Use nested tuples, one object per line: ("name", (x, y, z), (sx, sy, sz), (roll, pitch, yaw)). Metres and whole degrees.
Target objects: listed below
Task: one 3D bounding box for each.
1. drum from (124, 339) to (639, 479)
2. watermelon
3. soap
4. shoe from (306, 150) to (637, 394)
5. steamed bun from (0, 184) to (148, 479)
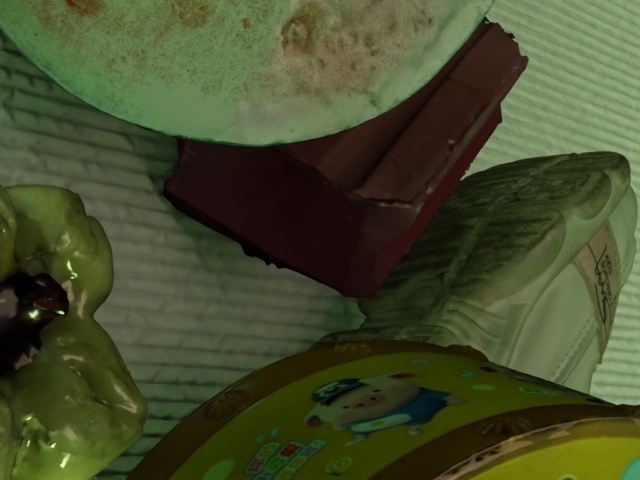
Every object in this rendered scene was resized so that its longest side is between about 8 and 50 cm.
("drum", (0.066, 0.272, 0.830), (0.431, 0.214, 0.431), (-6, 102, -29))
("watermelon", (-0.075, -0.156, 0.874), (0.188, 0.322, 0.175), (-59, 178, 2))
("soap", (0.032, -0.088, 0.987), (0.250, 0.162, 0.099), (-50, 160, -42))
("shoe", (0.118, 0.093, 1.066), (0.351, 0.172, 0.198), (-46, 116, -25))
("steamed bun", (-0.161, 0.055, 0.778), (0.192, 0.106, 0.178), (-2, 88, -54))
